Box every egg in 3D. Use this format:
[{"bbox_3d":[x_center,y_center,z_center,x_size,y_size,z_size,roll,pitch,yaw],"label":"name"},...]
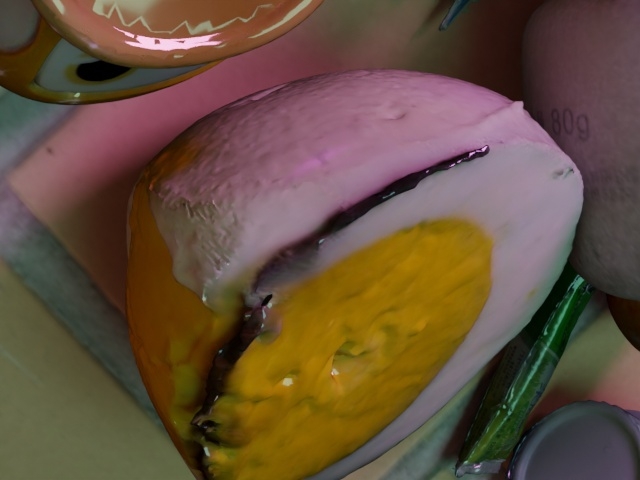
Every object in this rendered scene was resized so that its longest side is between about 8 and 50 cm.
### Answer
[{"bbox_3d":[0.000,0.000,0.998,0.337,0.201,0.337,-30,153,-17],"label":"egg"}]

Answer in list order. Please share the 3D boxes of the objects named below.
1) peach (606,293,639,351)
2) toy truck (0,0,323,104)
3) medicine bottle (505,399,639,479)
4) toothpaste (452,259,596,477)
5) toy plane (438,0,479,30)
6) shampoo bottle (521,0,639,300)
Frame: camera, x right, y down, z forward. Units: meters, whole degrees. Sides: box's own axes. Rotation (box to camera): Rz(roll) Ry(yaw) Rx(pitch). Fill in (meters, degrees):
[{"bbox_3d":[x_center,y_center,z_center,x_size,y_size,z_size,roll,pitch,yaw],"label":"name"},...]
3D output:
[{"bbox_3d":[0.294,0.028,1.267,0.118,0.151,0.151,36,90,-20],"label":"peach"},{"bbox_3d":[-0.109,-0.203,0.812,0.204,0.211,0.288,-15,117,-27],"label":"toy truck"},{"bbox_3d":[0.313,0.257,1.381,0.318,0.158,0.158,30,94,-41],"label":"medicine bottle"},{"bbox_3d":[0.182,0.090,1.278,0.078,0.047,0.248,7,112,-54],"label":"toothpaste"},{"bbox_3d":[0.103,-0.187,1.085,0.083,0.033,0.080,-3,114,-42],"label":"toy plane"},{"bbox_3d":[0.301,-0.100,1.070,0.322,0.322,0.317,2,91,-36],"label":"shampoo bottle"}]
